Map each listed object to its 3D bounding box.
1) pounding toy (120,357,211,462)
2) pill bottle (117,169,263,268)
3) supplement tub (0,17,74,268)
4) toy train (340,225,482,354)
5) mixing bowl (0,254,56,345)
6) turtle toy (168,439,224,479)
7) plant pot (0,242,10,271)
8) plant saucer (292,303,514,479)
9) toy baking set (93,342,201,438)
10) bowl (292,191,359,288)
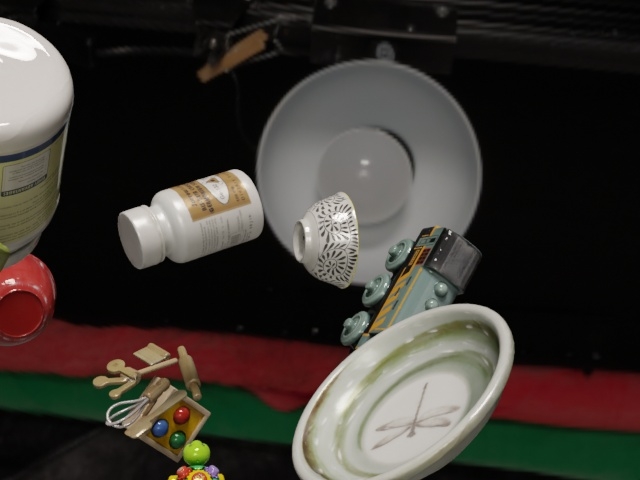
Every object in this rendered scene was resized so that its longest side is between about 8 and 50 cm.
[{"bbox_3d":[-0.335,0.342,2.097,0.094,0.181,0.206,20,-19,49],"label":"pounding toy"},{"bbox_3d":[-0.226,-0.033,1.710,0.229,0.131,0.131,-20,-27,-28],"label":"pill bottle"},{"bbox_3d":[-0.480,-0.125,1.385,0.235,0.235,0.325,15,-40,-9],"label":"supplement tub"},{"bbox_3d":[0.169,0.117,1.855,0.142,0.334,0.190,38,-20,-17],"label":"toy train"},{"bbox_3d":[-0.546,0.116,1.751,0.181,0.181,0.098,38,-7,-33],"label":"mixing bowl"},{"bbox_3d":[-0.200,0.389,1.597,0.095,0.130,0.066,0,-45,-13],"label":"turtle toy"},{"bbox_3d":[-0.515,0.063,1.163,0.276,0.254,0.276,33,-8,5],"label":"plant pot"},{"bbox_3d":[0.143,0.267,1.547,0.400,0.400,0.100,-22,-65,34],"label":"plant saucer"},{"bbox_3d":[-0.323,0.285,1.871,0.196,0.256,0.030,-17,-56,-16],"label":"toy baking set"},{"bbox_3d":[0.000,0.000,1.706,0.080,0.170,0.170,0,-34,-19],"label":"bowl"}]
